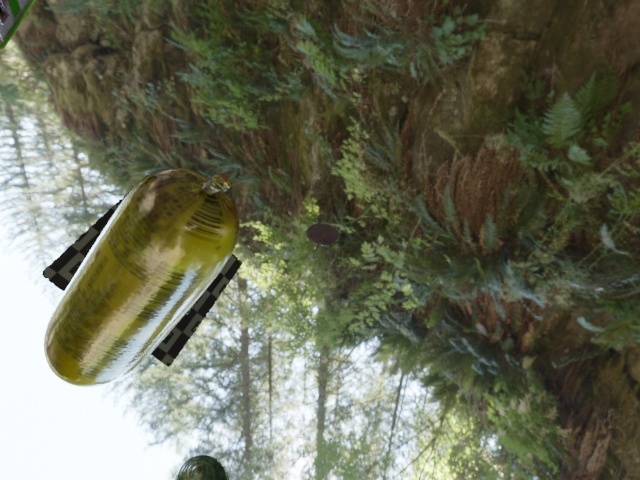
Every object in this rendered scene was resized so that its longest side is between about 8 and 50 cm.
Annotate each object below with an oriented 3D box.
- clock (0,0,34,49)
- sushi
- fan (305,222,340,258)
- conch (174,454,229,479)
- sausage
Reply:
[{"bbox_3d":[-0.632,-0.539,0.705,0.165,0.310,0.235,9,-120,-13],"label":"clock"},{"bbox_3d":[-0.391,0.065,1.003,0.064,0.359,0.343,-14,-144,48],"label":"sushi"},{"bbox_3d":[0.000,0.000,0.964,0.085,0.005,0.133,16,-139,7],"label":"fan"},{"bbox_3d":[-0.327,0.689,1.120,0.121,0.188,0.176,-15,-160,28],"label":"conch"},{"bbox_3d":[-0.205,0.050,0.459,0.123,0.347,0.123,36,-156,-19],"label":"sausage"}]
